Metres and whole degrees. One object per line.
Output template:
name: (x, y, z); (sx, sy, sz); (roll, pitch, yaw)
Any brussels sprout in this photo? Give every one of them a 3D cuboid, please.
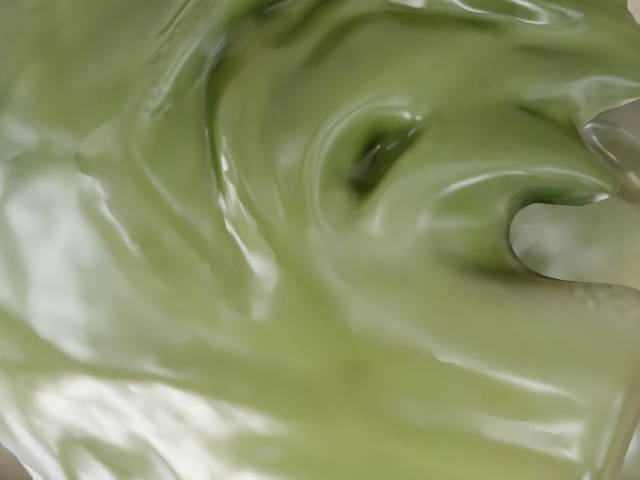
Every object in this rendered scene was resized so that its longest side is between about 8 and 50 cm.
brussels sprout: (-0.018, 0.008, 0.632); (0.361, 0.342, 0.425); (0, 179, 11)
